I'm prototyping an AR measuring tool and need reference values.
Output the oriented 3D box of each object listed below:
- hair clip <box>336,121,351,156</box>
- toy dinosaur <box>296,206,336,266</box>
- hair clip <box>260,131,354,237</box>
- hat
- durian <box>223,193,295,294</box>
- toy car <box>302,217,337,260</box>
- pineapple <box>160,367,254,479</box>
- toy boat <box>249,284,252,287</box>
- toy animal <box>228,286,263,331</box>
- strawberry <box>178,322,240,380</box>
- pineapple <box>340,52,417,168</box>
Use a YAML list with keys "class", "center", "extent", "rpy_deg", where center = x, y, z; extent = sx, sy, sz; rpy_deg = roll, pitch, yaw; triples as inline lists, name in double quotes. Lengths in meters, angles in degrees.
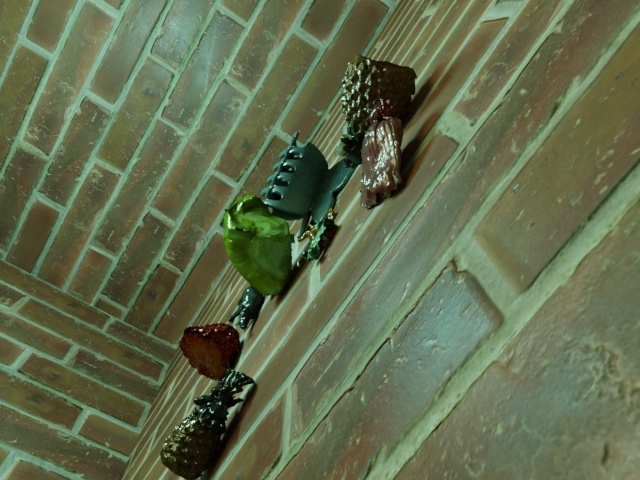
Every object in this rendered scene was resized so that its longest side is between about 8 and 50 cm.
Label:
- class: "hair clip"
  center: [0.103, -0.407, 2.104]
  extent: [0.159, 0.071, 0.218]
  rpy_deg: [-58, 5, 34]
- class: "toy dinosaur"
  center: [-0.007, -0.005, 1.653]
  extent: [0.142, 0.057, 0.212]
  rpy_deg: [-31, 36, 23]
- class: "hair clip"
  center: [-0.068, -0.203, 1.910]
  extent: [0.318, 0.238, 0.392]
  rpy_deg: [-66, 14, -20]
- class: "hat"
  center: [0.163, -0.232, 1.337]
  extent: [0.237, 0.107, 0.286]
  rpy_deg: [153, 122, -67]
- class: "durian"
  center: [-0.209, 0.026, 1.762]
  extent: [0.256, 0.205, 0.339]
  rpy_deg: [18, 115, 42]
- class: "toy car"
  center: [0.000, 0.000, 1.568]
  extent: [0.143, 0.054, 0.073]
  rpy_deg: [-65, 15, -20]
- class: "pineapple"
  center: [-0.299, 0.493, 1.410]
  extent: [0.310, 0.141, 0.170]
  rpy_deg: [-54, 6, -13]
- class: "toy boat"
  center: [-0.232, 0.110, 2.220]
  extent: [0.293, 0.055, 0.093]
  rpy_deg: [-55, 15, 20]
- class: "toy animal"
  center: [-0.289, 0.278, 1.977]
  extent: [0.137, 0.082, 0.269]
  rpy_deg: [-52, 13, 31]
- class: "strawberry"
  center: [-0.393, 0.379, 1.908]
  extent: [0.234, 0.234, 0.178]
  rpy_deg: [-49, -5, 39]
- class: "pineapple"
  center: [0.148, -0.366, 1.570]
  extent: [0.223, 0.223, 0.357]
  rpy_deg: [-86, 11, -65]
